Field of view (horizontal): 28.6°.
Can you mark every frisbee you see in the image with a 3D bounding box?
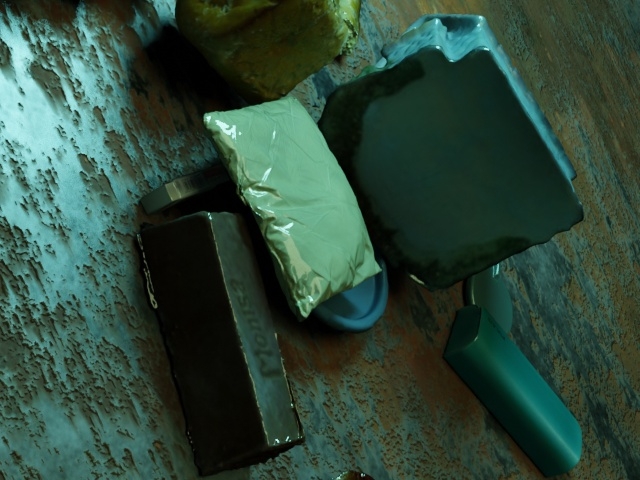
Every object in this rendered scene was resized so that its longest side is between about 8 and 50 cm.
[{"bbox_3d":[-0.004,0.001,1.770,0.289,0.049,0.289,38,38,-38],"label":"frisbee"}]

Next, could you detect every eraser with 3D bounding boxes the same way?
[{"bbox_3d":[-0.171,-0.065,1.597,0.122,0.052,0.029,-25,89,-53],"label":"eraser"}]

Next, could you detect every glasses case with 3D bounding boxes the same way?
[{"bbox_3d":[0.319,0.240,2.029,0.301,0.070,0.117,47,39,-21],"label":"glasses case"}]

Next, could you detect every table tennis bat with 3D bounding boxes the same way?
[{"bbox_3d":[0.288,0.073,2.114,0.124,0.033,0.201,35,48,-38],"label":"table tennis bat"}]

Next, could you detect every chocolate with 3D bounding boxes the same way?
[{"bbox_3d":[-0.117,0.112,1.515,0.112,0.112,0.321,0,70,-54],"label":"chocolate"}]

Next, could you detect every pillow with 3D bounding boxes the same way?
[{"bbox_3d":[-0.025,-0.055,1.635,0.281,0.076,0.274,64,24,1],"label":"pillow"}]

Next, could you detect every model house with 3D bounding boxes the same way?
[{"bbox_3d":[0.190,-0.177,1.917,0.360,0.297,0.339,53,22,-20],"label":"model house"}]

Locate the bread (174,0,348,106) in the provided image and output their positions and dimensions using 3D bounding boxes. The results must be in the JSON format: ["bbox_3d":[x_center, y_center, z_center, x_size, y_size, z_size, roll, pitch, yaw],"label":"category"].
[{"bbox_3d":[-0.085,-0.309,1.702,0.176,0.195,0.246,57,3,22],"label":"bread"}]

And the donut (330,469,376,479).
[{"bbox_3d":[0.043,0.365,1.615,0.140,0.059,0.140,28,50,-39],"label":"donut"}]

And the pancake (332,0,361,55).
[{"bbox_3d":[0.026,-0.457,1.989,0.244,0.057,0.266,70,16,-54],"label":"pancake"}]
